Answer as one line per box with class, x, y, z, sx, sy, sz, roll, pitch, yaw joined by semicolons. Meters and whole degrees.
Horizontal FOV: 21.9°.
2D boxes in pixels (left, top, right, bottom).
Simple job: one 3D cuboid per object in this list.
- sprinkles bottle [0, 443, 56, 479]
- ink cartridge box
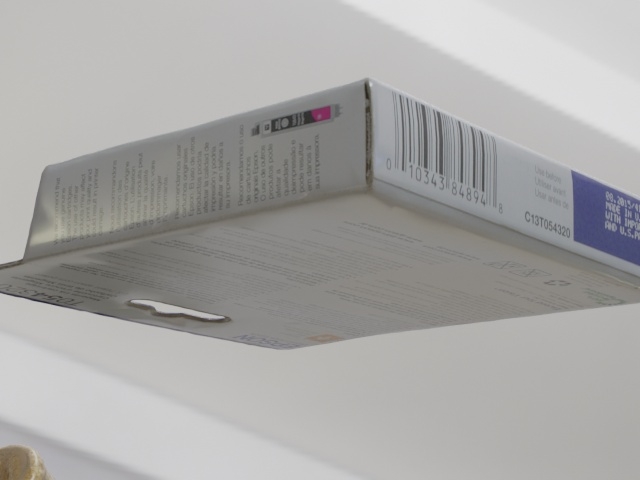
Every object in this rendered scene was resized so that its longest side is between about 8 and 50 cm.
sprinkles bottle;-0.240;0.366;1.671;0.121;0.121;0.355;-19;-59;23
ink cartridge box;0.000;0.000;1.020;0.330;0.071;0.324;-9;-16;38
